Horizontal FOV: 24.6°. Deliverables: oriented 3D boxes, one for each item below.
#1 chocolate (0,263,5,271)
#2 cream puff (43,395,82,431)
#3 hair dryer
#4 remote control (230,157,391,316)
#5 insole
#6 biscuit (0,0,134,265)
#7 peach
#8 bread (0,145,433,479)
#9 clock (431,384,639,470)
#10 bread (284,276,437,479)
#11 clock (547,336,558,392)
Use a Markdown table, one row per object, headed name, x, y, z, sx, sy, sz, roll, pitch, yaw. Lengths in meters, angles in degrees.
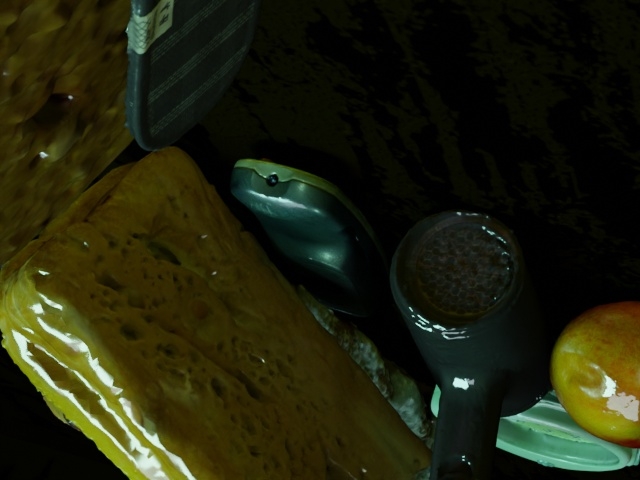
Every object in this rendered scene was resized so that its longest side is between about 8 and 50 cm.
| name | x | y | z | sx | sy | sz | roll | pitch | yaw |
| --- | --- | --- | --- | --- | --- | --- | --- | --- | --- |
| chocolate | -0.335 | 0.028 | 1.102 | 0.224 | 0.177 | 0.206 | 17 | 177 | -26 |
| cream puff | -0.139 | 0.137 | 1.361 | 0.240 | 0.164 | 0.240 | 30 | 173 | 4 |
| hair dryer | 0.093 | 0.126 | 0.923 | 0.089 | 0.251 | 0.197 | 3 | 158 | 14 |
| remote control | 0.000 | 0.000 | 0.968 | 0.072 | 0.042 | 0.222 | 14 | 164 | 20 |
| insole | -0.033 | -0.117 | 0.470 | 0.012 | 0.110 | 0.309 | 37 | 153 | 9 |
| biscuit | -0.123 | -0.071 | 0.501 | 0.075 | 0.296 | 0.296 | 41 | 166 | 10 |
| peach | 0.196 | 0.082 | 0.943 | 0.100 | 0.101 | 0.101 | 17 | 164 | 5 |
| bread | -0.044 | 0.123 | 0.973 | 0.380 | 0.185 | 0.109 | 53 | 144 | -10 |
| clock | 0.191 | 0.136 | 1.177 | 0.148 | 0.060 | 0.188 | 26 | 161 | -23 |
| bread | -0.018 | 0.135 | 1.198 | 0.113 | 0.165 | 0.416 | 20 | 169 | 39 |
| clock | 0.153 | 0.089 | 1.059 | 0.083 | 0.010 | 0.074 | -10 | -150 | -25 |
